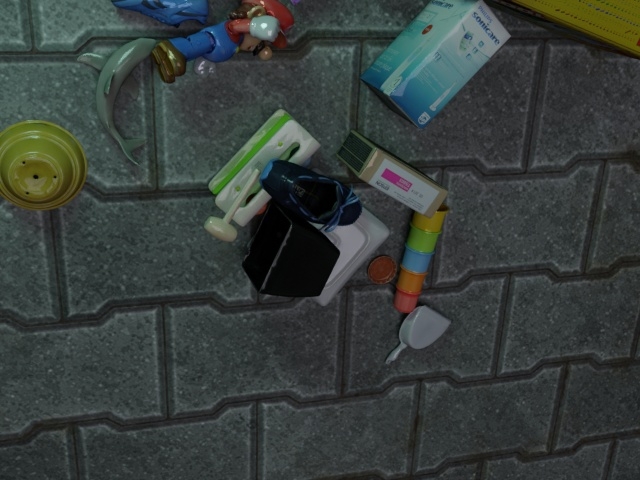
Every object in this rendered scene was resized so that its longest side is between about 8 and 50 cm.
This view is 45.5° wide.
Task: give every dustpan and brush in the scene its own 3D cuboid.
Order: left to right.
[{"bbox_3d":[0.263,0.282,2.201,0.147,0.060,0.211,32,95,-39],"label":"dustpan and brush"}]

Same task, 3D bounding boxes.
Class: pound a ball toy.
[{"bbox_3d":[-0.136,-0.137,1.809,0.319,0.208,0.136,-47,117,5],"label":"pound a ball toy"}]

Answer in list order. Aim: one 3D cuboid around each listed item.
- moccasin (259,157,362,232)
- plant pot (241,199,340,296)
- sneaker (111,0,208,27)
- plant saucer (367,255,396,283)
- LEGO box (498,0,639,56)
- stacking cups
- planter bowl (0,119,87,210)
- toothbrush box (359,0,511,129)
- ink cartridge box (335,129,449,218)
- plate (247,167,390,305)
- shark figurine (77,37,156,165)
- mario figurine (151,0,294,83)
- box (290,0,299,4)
[{"bbox_3d":[-0.004,-0.086,1.786,0.342,0.117,0.138,13,103,-50],"label":"moccasin"},{"bbox_3d":[-0.063,0.036,1.865,0.167,0.188,0.187,20,102,-24],"label":"plant pot"},{"bbox_3d":[-0.348,-0.503,1.667,0.209,0.069,0.082,-4,117,-15],"label":"sneaker"},{"bbox_3d":[0.169,0.080,2.102,0.083,0.013,0.083,-6,114,-13],"label":"plant saucer"},{"bbox_3d":[0.534,-0.586,1.724,0.500,0.372,0.193,14,108,-21],"label":"LEGO box"},{"bbox_3d":[0.265,0.044,2.083,0.096,0.096,0.316,4,116,-18],"label":"stacking cups"},{"bbox_3d":[-0.637,-0.154,1.718,0.217,0.090,0.217,-7,115,-14],"label":"planter bowl"},{"bbox_3d":[0.263,-0.430,1.797,0.295,0.216,0.126,-45,117,6],"label":"toothbrush box"},{"bbox_3d":[0.174,-0.166,1.897,0.234,0.193,0.088,28,102,-25],"label":"ink cartridge box"},{"bbox_3d":[0.000,0.000,1.975,0.277,0.045,0.278,39,97,-16],"label":"plate"},{"bbox_3d":[-0.458,-0.312,1.693,0.166,0.116,0.278,3,110,-17],"label":"shark figurine"},{"bbox_3d":[-0.192,-0.419,1.674,0.320,0.198,0.170,-28,137,-19],"label":"mario figurine"},{"bbox_3d":[-0.059,-0.682,1.634,0.201,0.057,0.293,-36,132,7],"label":"box"}]
